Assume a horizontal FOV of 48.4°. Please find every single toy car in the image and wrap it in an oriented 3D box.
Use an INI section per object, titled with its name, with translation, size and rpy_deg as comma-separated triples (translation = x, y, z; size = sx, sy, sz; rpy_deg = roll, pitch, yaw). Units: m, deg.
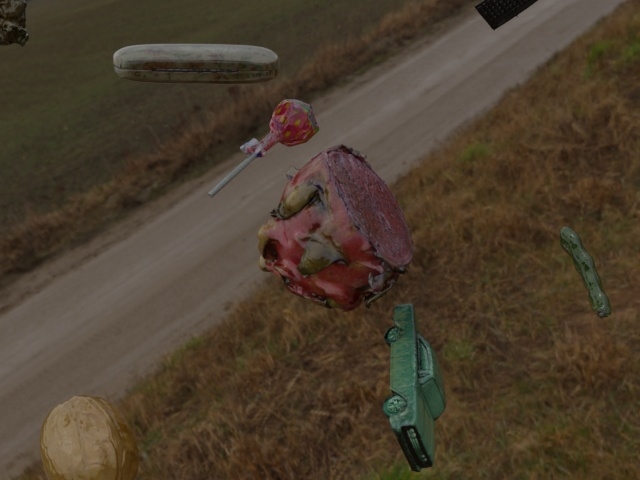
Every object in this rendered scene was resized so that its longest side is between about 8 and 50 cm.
[toy car]
translation = 0.180, 0.264, 1.346
size = 0.097, 0.141, 0.321
rpy_deg = -14, 33, 16

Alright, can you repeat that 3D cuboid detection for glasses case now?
[glasses case]
translation = -0.318, -0.458, 1.848
size = 0.425, 0.098, 0.156
rpy_deg = -1, 25, -6

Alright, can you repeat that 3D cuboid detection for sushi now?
[sushi]
translation = -0.623, -0.477, 1.338
size = 0.115, 0.212, 0.147
rpy_deg = 1, -10, 34

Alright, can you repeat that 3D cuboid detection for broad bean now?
[broad bean]
translation = 0.574, 0.068, 1.543
size = 0.053, 0.052, 0.256
rpy_deg = 13, 46, -23

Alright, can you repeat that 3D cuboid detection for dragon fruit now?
[dragon fruit]
translation = 0.000, 0.000, 1.376
size = 0.263, 0.296, 0.314
rpy_deg = -33, 11, 25

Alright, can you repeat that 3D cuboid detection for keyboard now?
[keyboard]
translation = 0.486, -0.591, 1.661
size = 0.250, 0.087, 0.017
rpy_deg = -32, 26, 34

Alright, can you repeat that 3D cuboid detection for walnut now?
[walnut]
translation = -0.404, 0.367, 1.247
size = 0.159, 0.159, 0.207
rpy_deg = -27, 66, -14

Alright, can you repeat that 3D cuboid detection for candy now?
[candy]
translation = -0.151, -0.228, 1.819
size = 0.365, 0.124, 0.124
rpy_deg = -46, 33, -21
